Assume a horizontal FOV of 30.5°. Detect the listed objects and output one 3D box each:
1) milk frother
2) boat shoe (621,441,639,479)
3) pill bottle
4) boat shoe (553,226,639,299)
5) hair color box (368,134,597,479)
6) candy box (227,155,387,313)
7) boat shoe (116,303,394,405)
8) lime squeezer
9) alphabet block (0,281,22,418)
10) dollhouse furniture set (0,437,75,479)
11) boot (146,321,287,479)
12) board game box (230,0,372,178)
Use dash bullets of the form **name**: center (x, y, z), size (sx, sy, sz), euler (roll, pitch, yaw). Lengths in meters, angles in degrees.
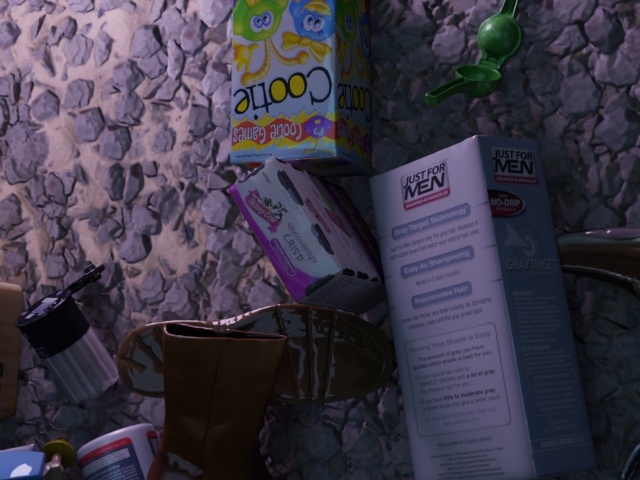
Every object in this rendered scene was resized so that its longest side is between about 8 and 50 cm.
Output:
- **milk frother**: center (-0.317, 0.122, 1.579), size (0.143, 0.129, 0.135), euler (-35, 109, -15)
- **boat shoe**: center (0.394, 0.259, 1.288), size (0.114, 0.091, 0.302), euler (23, 92, 22)
- **pill bottle**: center (-0.236, 0.337, 1.508), size (0.108, 0.108, 0.180), euler (-27, 74, 16)
- **boat shoe**: center (0.401, 0.047, 1.300), size (0.324, 0.123, 0.116), euler (6, 93, 27)
- **hair color box**: center (0.179, 0.086, 1.342), size (0.185, 0.113, 0.374), euler (-20, 75, 48)
- **candy box**: center (0.000, 0.000, 1.394), size (0.071, 0.233, 0.159), euler (-36, 72, 13)
- **boat shoe**: center (-0.076, 0.147, 1.474), size (0.341, 0.110, 0.122), euler (1, 77, 7)
- **lime squeezer**: center (0.200, -0.246, 1.428), size (0.059, 0.110, 0.310), euler (10, 56, 38)
- **alphabet block**: center (-0.533, 0.145, 1.584), size (0.192, 0.197, 0.193), euler (3, 84, 11)
- **dollhouse furniture set**: center (-0.446, 0.377, 1.582), size (0.303, 0.198, 0.286), euler (-9, 119, 3)
- **boot**: center (-0.072, 0.240, 1.405), size (0.264, 0.096, 0.280), euler (11, 103, 5)
- **board game box**: center (-0.021, -0.224, 1.480), size (0.142, 0.144, 0.275), euler (-2, 83, 20)
